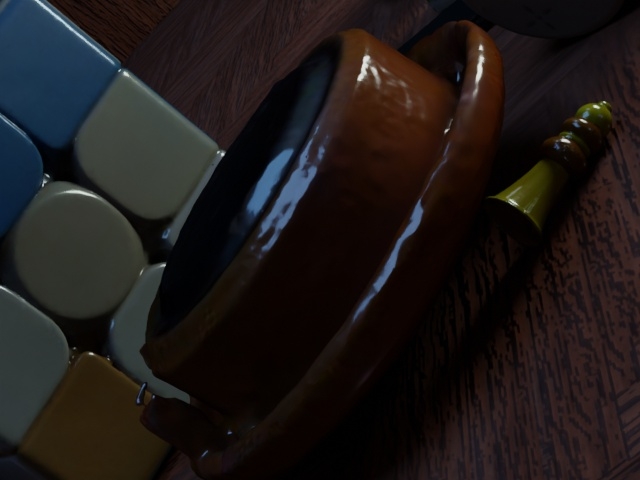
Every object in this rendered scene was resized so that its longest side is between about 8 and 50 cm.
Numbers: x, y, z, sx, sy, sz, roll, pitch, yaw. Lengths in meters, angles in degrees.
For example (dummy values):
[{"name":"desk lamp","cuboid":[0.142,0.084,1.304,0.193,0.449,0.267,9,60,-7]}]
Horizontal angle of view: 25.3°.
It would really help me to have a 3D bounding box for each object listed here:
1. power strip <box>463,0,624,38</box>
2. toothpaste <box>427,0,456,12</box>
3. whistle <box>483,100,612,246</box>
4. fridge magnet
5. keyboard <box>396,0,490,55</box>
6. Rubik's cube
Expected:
[{"name":"power strip","cuboid":[0.170,-0.228,1.075,0.154,0.154,0.078,-26,32,52]},{"name":"toothpaste","cuboid":[0.182,-0.333,1.319,0.327,0.110,0.077,-27,30,51]},{"name":"whistle","cuboid":[0.156,-0.044,0.936,0.046,0.057,0.109,31,66,28]},{"name":"fridge magnet","cuboid":[0.000,0.000,0.985,0.363,0.155,0.363,-54,13,19]},{"name":"keyboard","cuboid":[0.078,-0.164,1.380,0.310,0.018,0.101,-38,20,35]},{"name":"Rubik's cube","cuboid":[-0.285,0.037,1.311,0.346,0.347,0.344,-17,38,59]}]
